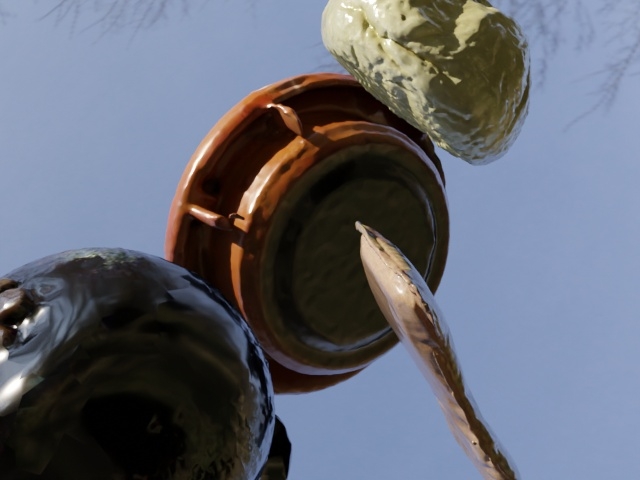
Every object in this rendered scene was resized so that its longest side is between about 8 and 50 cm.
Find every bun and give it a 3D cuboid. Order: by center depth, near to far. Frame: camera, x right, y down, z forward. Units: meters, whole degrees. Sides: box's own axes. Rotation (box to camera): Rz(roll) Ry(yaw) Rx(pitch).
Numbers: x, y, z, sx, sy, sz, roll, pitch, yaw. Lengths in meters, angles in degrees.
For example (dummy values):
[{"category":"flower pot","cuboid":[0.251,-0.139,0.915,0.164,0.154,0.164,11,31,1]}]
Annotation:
[{"category":"bun","cuboid":[0.105,-0.170,1.179,0.220,0.220,0.134,38,-86,-19]}]

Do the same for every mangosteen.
[{"category":"mangosteen","cuboid":[-0.129,0.117,0.765,0.243,0.243,0.243,2,-94,-26]}]

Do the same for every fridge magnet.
[{"category":"fridge magnet","cuboid":[0.000,0.000,1.421,0.363,0.155,0.364,-12,-69,-33]}]

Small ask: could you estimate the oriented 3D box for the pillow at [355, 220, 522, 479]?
[{"category":"pillow","cuboid":[0.083,0.085,0.910,0.034,0.135,0.211,-31,-63,-5]}]
